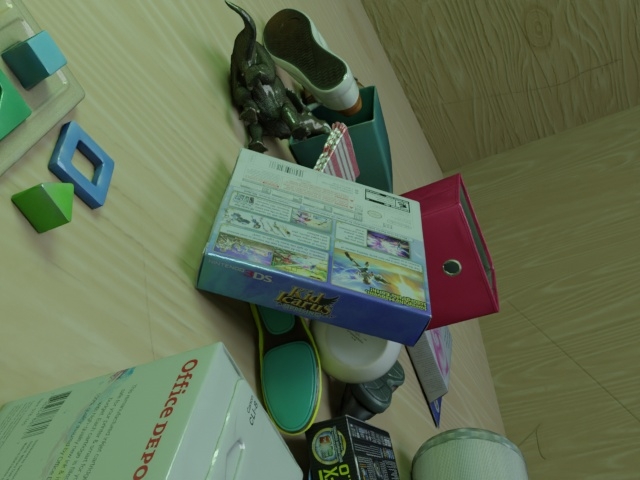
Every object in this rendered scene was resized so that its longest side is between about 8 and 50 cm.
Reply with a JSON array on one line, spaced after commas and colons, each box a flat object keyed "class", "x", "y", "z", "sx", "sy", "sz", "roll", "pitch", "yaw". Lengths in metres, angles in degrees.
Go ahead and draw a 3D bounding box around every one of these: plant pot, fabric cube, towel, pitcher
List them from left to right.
[{"class": "towel", "x": 0.011, "y": -0.089, "z": 1.100, "sx": 0.197, "sy": 0.029, "sz": 0.144, "roll": -63, "pitch": 155, "yaw": -24}, {"class": "pitcher", "x": 0.027, "y": 0.118, "z": 0.893, "sx": 0.178, "sy": 0.125, "sz": 0.207, "roll": 37, "pitch": -6, "yaw": 6}, {"class": "plant pot", "x": 0.065, "y": -0.153, "z": 1.279, "sx": 0.165, "sy": 0.166, "sz": 0.234, "roll": -82, "pitch": 153, "yaw": -54}, {"class": "fabric cube", "x": 0.223, "y": 0.033, "z": 1.395, "sx": 0.259, "sy": 0.258, "sz": 0.254, "roll": -57, "pitch": 127, "yaw": -68}]

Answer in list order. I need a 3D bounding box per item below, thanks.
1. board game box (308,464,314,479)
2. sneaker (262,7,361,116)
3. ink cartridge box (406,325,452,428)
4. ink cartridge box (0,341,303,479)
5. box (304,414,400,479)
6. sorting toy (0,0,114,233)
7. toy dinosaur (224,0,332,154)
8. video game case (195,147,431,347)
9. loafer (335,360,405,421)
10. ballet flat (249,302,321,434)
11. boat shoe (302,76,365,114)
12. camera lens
[{"class": "board game box", "x": 0.001, "y": 0.355, "z": 0.796, "sx": 0.133, "sy": 0.033, "sz": 0.168, "roll": -95, "pitch": 164, "yaw": -47}, {"class": "sneaker", "x": -0.017, "y": -0.331, "z": 1.217, "sx": 0.290, "sy": 0.106, "sz": 0.123, "roll": 58, "pitch": 7, "yaw": 35}, {"class": "ink cartridge box", "x": 0.295, "y": 0.267, "z": 1.684, "sx": 0.330, "sy": 0.072, "sz": 0.324, "roll": 67, "pitch": 18, "yaw": -9}, {"class": "ink cartridge box", "x": -0.119, "y": 0.166, "z": 0.387, "sx": 0.128, "sy": 0.176, "sz": 0.127, "roll": -76, "pitch": 143, "yaw": -59}, {"class": "box", "x": 0.064, "y": 0.359, "z": 0.850, "sx": 0.270, "sy": 0.060, "sz": 0.216, "roll": 49, "pitch": 26, "yaw": -63}, {"class": "sorting toy", "x": -0.265, "y": -0.160, "z": 0.491, "sx": 0.196, "sy": 0.047, "sz": 0.347, "roll": -82, "pitch": 148, "yaw": -54}, {"class": "toy dinosaur", "x": -0.096, "y": -0.239, "z": 1.007, "sx": 0.313, "sy": 0.121, "sz": 0.160, "roll": 48, "pitch": 17, "yaw": -41}, {"class": "video game case", "x": 0.000, "y": 0.000, "z": 0.815, "sx": 0.244, "sy": 0.270, "sz": 0.061, "roll": -83, "pitch": -168, "yaw": -54}, {"class": "loafer", "x": 0.077, "y": 0.246, "z": 1.082, "sx": 0.096, "sy": 0.084, "sz": 0.267, "roll": 42, "pitch": 12, "yaw": 9}, {"class": "ballet flat", "x": -0.044, "y": 0.133, "z": 0.822, "sx": 0.077, "sy": 0.077, "sz": 0.230, "roll": 70, "pitch": 6, "yaw": -70}, {"class": "boat shoe", "x": 0.042, "y": -0.345, "z": 1.458, "sx": 0.119, "sy": 0.123, "sz": 0.324, "roll": 66, "pitch": 18, "yaw": -6}, {"class": "camera lens", "x": 0.279, "y": 0.502, "z": 1.157, "sx": 0.274, "sy": 0.220, "sz": 0.219, "roll": -81, "pitch": 148, "yaw": -55}]
